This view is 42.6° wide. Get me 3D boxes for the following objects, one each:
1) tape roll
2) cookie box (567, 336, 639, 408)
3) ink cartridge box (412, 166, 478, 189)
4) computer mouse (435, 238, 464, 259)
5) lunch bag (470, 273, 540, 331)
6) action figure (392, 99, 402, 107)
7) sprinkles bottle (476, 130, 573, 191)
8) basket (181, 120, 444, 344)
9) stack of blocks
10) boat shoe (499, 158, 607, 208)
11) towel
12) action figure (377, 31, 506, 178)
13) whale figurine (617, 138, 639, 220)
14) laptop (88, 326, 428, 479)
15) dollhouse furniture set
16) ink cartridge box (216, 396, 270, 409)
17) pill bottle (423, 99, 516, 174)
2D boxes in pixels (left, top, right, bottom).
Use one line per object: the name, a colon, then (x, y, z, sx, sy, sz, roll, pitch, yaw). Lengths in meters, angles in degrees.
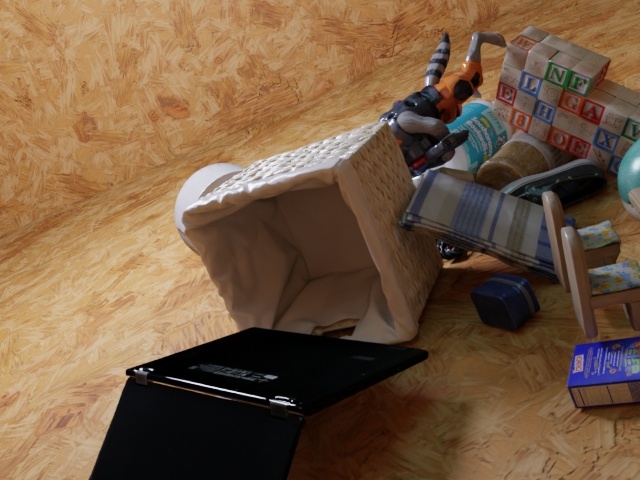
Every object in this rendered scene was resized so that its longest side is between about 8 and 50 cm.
tape roll: (-0.208, -0.055, 1.944, 0.246, 0.246, 0.169, -31, 21, -14)
cookie box: (0.368, 0.162, 1.016, 0.107, 0.040, 0.092, -12, 23, 30)
ink cartridge box: (0.246, -0.094, 1.680, 0.171, 0.056, 0.235, -21, -15, 38)
computer mouse: (0.154, 0.000, 1.626, 0.272, 0.072, 0.188, -18, 22, 20)
lunch bag: (0.283, 0.091, 1.256, 0.065, 0.067, 0.098, -33, 20, -21)
action figure: (0.231, -0.262, 2.012, 0.186, 0.099, 0.285, -12, 27, 16)
sprinkles bottle: (0.458, -0.195, 1.677, 0.121, 0.121, 0.355, -2, 31, 48)
basket: (0.000, 0.000, 1.442, 0.329, 0.331, 0.266, -14, 21, 30)
stack of blocks: (0.483, -0.260, 1.539, 0.297, 0.171, 0.087, 32, 52, 24)
boat shoe: (0.420, -0.077, 1.512, 0.229, 0.080, 0.076, -21, 32, -1)
towel: (0.287, -0.031, 1.388, 0.285, 0.034, 0.209, 19, 33, 8)
action figure: (0.196, -0.234, 1.610, 0.330, 0.178, 0.341, -46, 2, -20)
whale figurine: (0.609, -0.133, 1.316, 0.272, 0.141, 0.216, -27, 20, -5)
laptop: (-0.107, 0.298, 1.162, 0.382, 0.236, 0.408, 2, 12, 44)
dollhouse furniture set: (0.478, -0.029, 0.976, 0.362, 0.256, 0.394, -12, 23, 9)
ink cartridge box: (-0.122, 0.277, 1.297, 0.123, 0.052, 0.088, -19, 21, 16)
pill bottle: (0.333, -0.226, 1.854, 0.264, 0.146, 0.146, -34, 21, -33)
